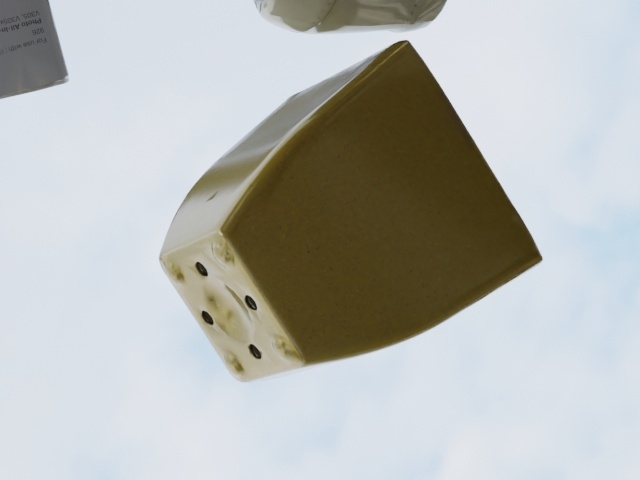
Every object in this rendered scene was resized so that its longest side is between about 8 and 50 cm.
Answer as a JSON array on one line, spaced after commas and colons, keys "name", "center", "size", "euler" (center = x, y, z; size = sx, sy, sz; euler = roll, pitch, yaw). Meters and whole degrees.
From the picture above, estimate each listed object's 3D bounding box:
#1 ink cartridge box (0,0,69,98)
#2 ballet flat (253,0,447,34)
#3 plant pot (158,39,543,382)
[{"name": "ink cartridge box", "center": [-0.227, -0.191, 1.178], "size": [0.093, 0.154, 0.212], "euler": [-19, -73, -13]}, {"name": "ballet flat", "center": [-0.004, -0.157, 0.688], "size": [0.086, 0.248, 0.086], "euler": [-7, -43, -6]}, {"name": "plant pot", "center": [0.000, 0.000, 0.616], "size": [0.083, 0.081, 0.081], "euler": [-35, -83, -30]}]
